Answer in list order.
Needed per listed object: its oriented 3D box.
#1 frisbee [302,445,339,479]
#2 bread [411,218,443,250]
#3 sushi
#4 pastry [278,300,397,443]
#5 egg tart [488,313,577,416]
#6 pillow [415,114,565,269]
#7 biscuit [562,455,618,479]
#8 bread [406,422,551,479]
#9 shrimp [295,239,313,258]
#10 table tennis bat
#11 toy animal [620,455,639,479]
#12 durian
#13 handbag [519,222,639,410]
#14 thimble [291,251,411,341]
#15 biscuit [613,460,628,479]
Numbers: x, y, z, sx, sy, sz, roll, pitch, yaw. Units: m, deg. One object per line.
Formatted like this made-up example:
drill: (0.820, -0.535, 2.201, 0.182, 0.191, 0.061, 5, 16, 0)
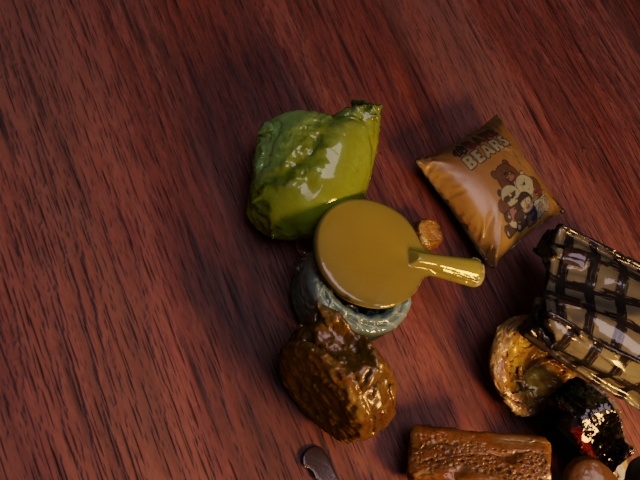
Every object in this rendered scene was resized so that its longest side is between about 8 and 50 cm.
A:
frisbee: (0.056, 0.493, 1.222, 0.187, 0.012, 0.211, 5, 67, -23)
bread: (0.241, -0.013, 1.491, 0.081, 0.046, 0.083, 37, 58, -12)
sushi: (0.559, 0.400, 1.374, 0.126, 0.136, 0.225, -42, 118, -14)
pastry: (0.029, 0.254, 1.182, 0.240, 0.235, 0.132, 39, 63, 7)
egg tart: (0.458, 0.270, 1.444, 0.252, 0.098, 0.232, -41, 95, -27)
pillow: (0.417, -0.127, 1.572, 0.310, 0.119, 0.312, -32, 86, -27)
biscuit: (0.444, 0.611, 1.217, 0.393, 0.076, 0.368, -9, 72, 1)
bread: (0.303, 0.423, 1.255, 0.270, 0.077, 0.139, 2, 50, 11)
shrimp: (0.000, 0.000, 1.395, 0.114, 0.023, 0.083, -6, 69, -22)
table tennis bat: (0.157, 0.034, 1.274, 0.368, 0.054, 0.224, 10, 65, -18)
toy animal: (0.606, 0.557, 1.320, 0.236, 0.138, 0.108, -43, 100, 13)
durian: (-0.017, -0.142, 1.360, 0.255, 0.204, 0.340, 12, 73, -3)
handbag: (0.615, 0.157, 1.417, 0.327, 0.162, 0.325, 30, 45, -3)
thimble: (0.053, 0.103, 1.305, 0.235, 0.143, 0.198, 32, 58, -11)
biscuit: (0.654, 0.540, 1.439, 0.056, 0.052, 0.188, -1, 67, -12)
